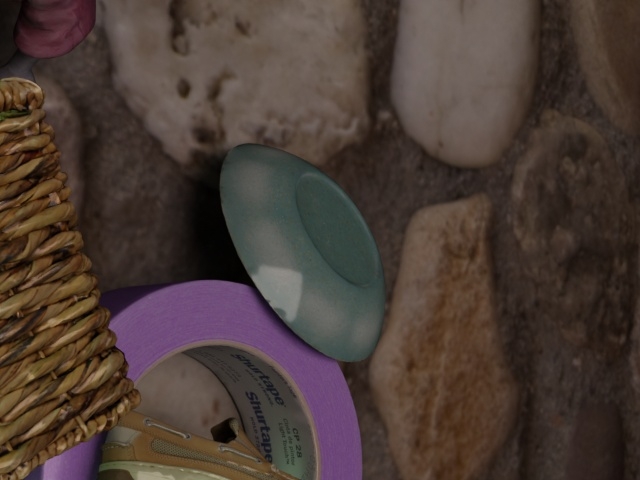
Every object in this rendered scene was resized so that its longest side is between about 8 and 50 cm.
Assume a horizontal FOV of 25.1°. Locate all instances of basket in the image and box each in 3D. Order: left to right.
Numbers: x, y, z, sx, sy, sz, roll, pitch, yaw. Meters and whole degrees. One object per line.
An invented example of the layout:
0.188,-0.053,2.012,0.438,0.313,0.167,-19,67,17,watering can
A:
-0.290,0.051,0.813,0.299,0.214,0.223,-31,111,-42,basket

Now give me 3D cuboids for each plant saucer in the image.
0.000,0.000,1.113,0.195,0.037,0.195,41,31,-32,plant saucer

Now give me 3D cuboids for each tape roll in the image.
-0.100,0.167,1.044,0.275,0.090,0.274,4,83,-38,tape roll

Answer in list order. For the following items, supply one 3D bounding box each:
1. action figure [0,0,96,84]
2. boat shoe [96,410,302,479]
-0.163,-0.240,0.931,0.248,0.276,0.370,51,43,-31,action figure
-0.061,0.156,0.981,0.190,0.068,0.072,23,60,-35,boat shoe
